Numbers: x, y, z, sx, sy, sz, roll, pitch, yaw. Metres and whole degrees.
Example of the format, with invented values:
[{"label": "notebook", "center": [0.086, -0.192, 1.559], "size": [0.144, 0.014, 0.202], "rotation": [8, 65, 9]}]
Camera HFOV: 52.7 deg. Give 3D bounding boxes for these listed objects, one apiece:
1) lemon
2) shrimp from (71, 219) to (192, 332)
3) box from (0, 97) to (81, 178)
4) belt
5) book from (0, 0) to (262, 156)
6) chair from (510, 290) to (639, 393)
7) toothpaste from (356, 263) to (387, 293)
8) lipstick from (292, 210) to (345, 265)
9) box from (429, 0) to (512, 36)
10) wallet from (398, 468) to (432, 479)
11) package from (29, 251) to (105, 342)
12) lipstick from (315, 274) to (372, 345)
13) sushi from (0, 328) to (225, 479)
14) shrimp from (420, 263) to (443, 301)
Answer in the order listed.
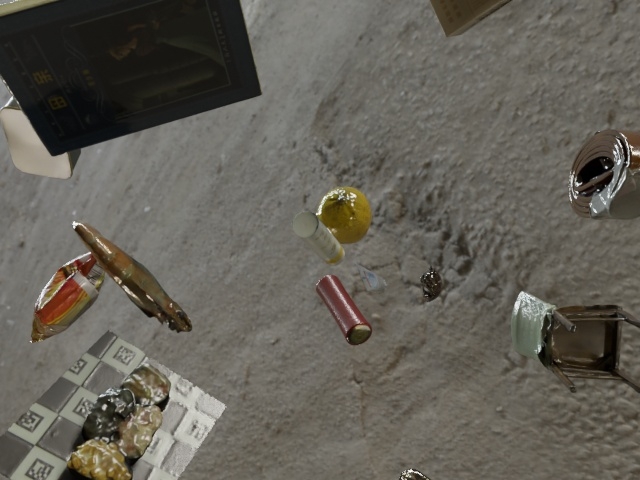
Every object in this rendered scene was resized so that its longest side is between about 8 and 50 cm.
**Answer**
[{"label": "lemon", "center": [0.082, -0.087, 2.233], "size": [0.192, 0.231, 0.192], "rotation": [-5, 58, 8]}, {"label": "shrimp", "center": [-0.300, 0.058, 1.036], "size": [0.052, 0.251, 0.143], "rotation": [-41, 14, -12]}, {"label": "box", "center": [-0.650, -0.251, 1.521], "size": [0.201, 0.145, 0.090], "rotation": [101, 178, -48]}, {"label": "belt", "center": [0.716, -0.154, 1.568], "size": [0.338, 0.122, 0.217], "rotation": [107, 168, -86]}, {"label": "book", "center": [-0.211, -0.202, 0.722], "size": [0.269, 0.191, 0.025], "rotation": [-18, 52, -6]}, {"label": "chair", "center": [0.544, 0.211, 1.379], "size": [0.319, 0.186, 0.160], "rotation": [-85, -5, -85]}, {"label": "toothpaste", "center": [0.160, 0.129, 2.024], "size": [0.057, 0.234, 0.089], "rotation": [-26, 73, 11]}, {"label": "lipstick", "center": [0.000, 0.000, 1.401], "size": [0.059, 0.264, 0.059], "rotation": [-4, 74, 13]}, {"label": "box", "center": [0.294, -0.489, 1.199], "size": [0.201, 0.058, 0.141], "rotation": [-27, 88, 47]}, {"label": "wallet", "center": [0.177, 0.661, 1.311], "size": [0.377, 0.197, 0.051], "rotation": [-55, 1, -36]}, {"label": "package", "center": [-0.593, 0.137, 1.519], "size": [0.223, 0.108, 0.288], "rotation": [-57, 11, -28]}, {"label": "lipstick", "center": [0.062, 0.190, 1.795], "size": [0.080, 0.080, 0.241], "rotation": [-52, 36, 13]}, {"label": "sushi", "center": [-0.236, 0.209, 0.749], "size": [0.215, 0.192, 0.050], "rotation": [-55, -5, -46]}, {"label": "shrimp", "center": [0.307, 0.114, 1.802], "size": [0.065, 0.165, 0.056], "rotation": [-25, 46, -1]}]
